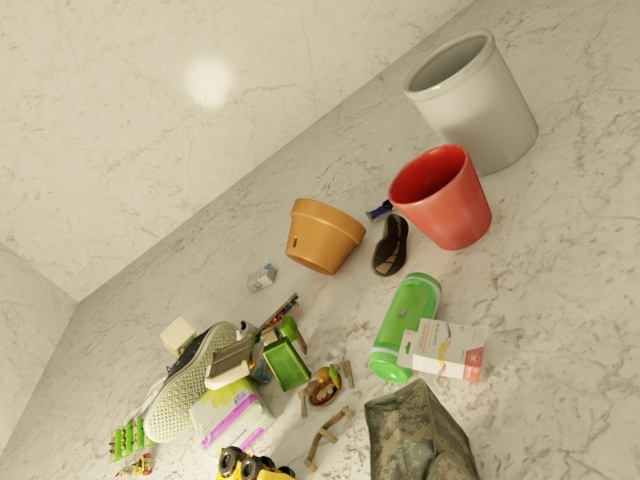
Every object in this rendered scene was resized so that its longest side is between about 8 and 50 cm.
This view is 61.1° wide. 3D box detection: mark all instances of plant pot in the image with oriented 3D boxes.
[{"bbox_3d":[0.385,-0.118,1.670,0.274,0.243,0.275,-32,27,18],"label":"plant pot"},{"bbox_3d":[0.000,0.000,2.013,0.290,0.290,0.204,8,71,57],"label":"plant pot"}]

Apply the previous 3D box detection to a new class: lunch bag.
[{"bbox_3d":[0.208,0.455,1.034,0.168,0.235,0.287,-29,28,18],"label":"lunch bag"}]

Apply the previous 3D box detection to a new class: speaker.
[{"bbox_3d":[0.234,0.232,1.473,0.131,0.131,0.297,-12,39,45],"label":"speaker"}]

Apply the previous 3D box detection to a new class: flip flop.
[{"bbox_3d":[0.231,0.022,1.841,0.080,0.112,0.277,-52,14,46],"label":"flip flop"}]

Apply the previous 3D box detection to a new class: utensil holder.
[{"bbox_3d":[0.517,-0.457,1.853,0.327,0.385,0.328,-31,27,18],"label":"utensil holder"}]

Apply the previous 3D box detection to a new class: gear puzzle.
[{"bbox_3d":[-0.201,0.324,1.933,0.339,0.044,0.175,-43,-2,-23],"label":"gear puzzle"}]

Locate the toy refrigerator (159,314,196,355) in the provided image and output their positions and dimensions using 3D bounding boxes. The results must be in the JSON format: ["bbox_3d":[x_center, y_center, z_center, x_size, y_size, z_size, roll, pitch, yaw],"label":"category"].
[{"bbox_3d":[-0.539,0.386,2.093,0.102,0.094,0.269,-45,-7,-24],"label":"toy refrigerator"}]

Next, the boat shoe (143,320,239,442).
[{"bbox_3d":[-0.463,0.503,1.955,0.156,0.187,0.500,-23,26,42],"label":"boat shoe"}]

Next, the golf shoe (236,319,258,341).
[{"bbox_3d":[-0.294,0.375,2.017,0.069,0.086,0.176,-24,32,27],"label":"golf shoe"}]

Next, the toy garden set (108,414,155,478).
[{"bbox_3d":[-0.681,0.747,1.927,0.244,0.049,0.204,-32,54,27],"label":"toy garden set"}]

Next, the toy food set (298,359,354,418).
[{"bbox_3d":[0.005,0.426,1.581,0.192,0.038,0.132,-36,27,11],"label":"toy food set"}]

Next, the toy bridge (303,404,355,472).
[{"bbox_3d":[0.018,0.517,1.439,0.188,0.026,0.063,-51,26,-19],"label":"toy bridge"}]

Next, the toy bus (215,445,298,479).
[{"bbox_3d":[-0.189,0.658,1.392,0.220,0.149,0.212,-3,58,48],"label":"toy bus"}]

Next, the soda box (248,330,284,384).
[{"bbox_3d":[-0.174,0.397,1.850,0.062,0.058,0.183,-12,40,46],"label":"soda box"}]

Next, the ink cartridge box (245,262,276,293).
[{"bbox_3d":[-0.255,0.163,2.329,0.122,0.052,0.089,-27,29,25],"label":"ink cartridge box"}]

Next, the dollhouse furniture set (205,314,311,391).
[{"bbox_3d":[-0.195,0.398,1.741,0.301,0.151,0.197,-26,17,8],"label":"dollhouse furniture set"}]

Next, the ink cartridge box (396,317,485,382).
[{"bbox_3d":[0.291,0.259,1.314,0.198,0.067,0.115,7,46,17],"label":"ink cartridge box"}]

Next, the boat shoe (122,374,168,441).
[{"bbox_3d":[-0.619,0.634,2.037,0.320,0.118,0.103,-44,33,4],"label":"boat shoe"}]

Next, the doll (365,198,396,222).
[{"bbox_3d":[0.265,-0.138,2.088,0.189,0.046,0.129,-33,17,4],"label":"doll"}]

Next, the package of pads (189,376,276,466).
[{"bbox_3d":[-0.289,0.554,1.717,0.229,0.101,0.296,-44,25,-7],"label":"package of pads"}]

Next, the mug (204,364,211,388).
[{"bbox_3d":[-0.346,0.450,1.779,0.078,0.062,0.064,-29,33,37],"label":"mug"}]
